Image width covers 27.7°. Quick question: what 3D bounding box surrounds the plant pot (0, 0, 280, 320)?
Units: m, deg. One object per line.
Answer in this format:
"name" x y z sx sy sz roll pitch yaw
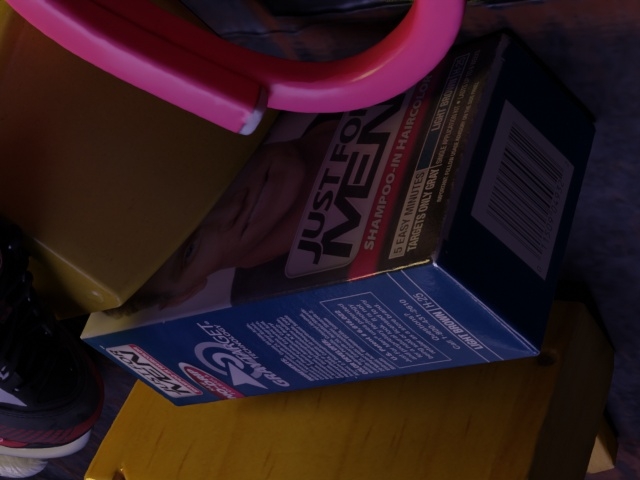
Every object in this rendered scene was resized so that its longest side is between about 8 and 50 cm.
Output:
"plant pot" -0.190 -0.060 0.875 0.212 0.187 0.212 -13 137 45

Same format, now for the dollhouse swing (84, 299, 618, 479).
"dollhouse swing" 0.059 0.201 1.091 0.347 0.315 0.305 3 136 27

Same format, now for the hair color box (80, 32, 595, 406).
"hair color box" 0.000 0.000 0.873 0.347 0.174 0.105 -15 135 45

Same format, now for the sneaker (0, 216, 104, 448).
"sneaker" -0.213 0.044 0.770 0.135 0.097 0.276 -5 141 40

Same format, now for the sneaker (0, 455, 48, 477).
"sneaker" -0.453 0.231 1.634 0.237 0.085 0.086 33 156 -16

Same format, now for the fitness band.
"fitness band" -0.059 -0.164 0.710 0.291 0.054 0.209 25 137 -17

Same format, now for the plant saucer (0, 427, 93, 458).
"plant saucer" -0.413 0.098 1.364 0.400 0.100 0.400 15 151 9
